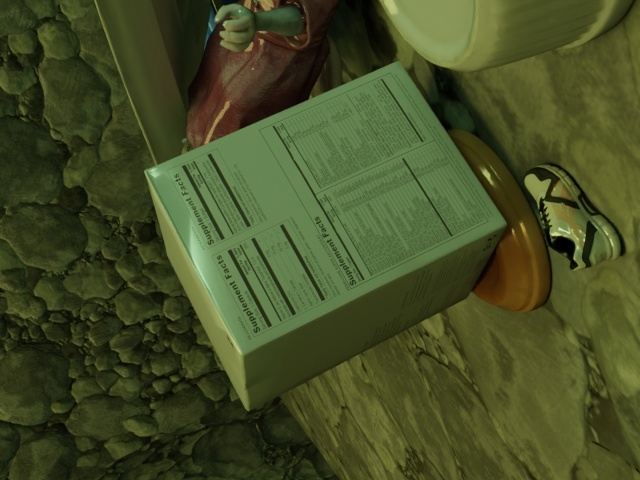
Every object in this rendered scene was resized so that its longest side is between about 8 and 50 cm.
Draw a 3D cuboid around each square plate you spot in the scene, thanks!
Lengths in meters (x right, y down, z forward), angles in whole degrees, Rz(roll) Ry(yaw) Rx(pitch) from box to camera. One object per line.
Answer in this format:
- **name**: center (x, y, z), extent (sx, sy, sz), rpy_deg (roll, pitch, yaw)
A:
- **square plate**: center (-0.183, -0.311, 1.086), extent (0.344, 0.049, 0.347), rpy_deg (80, -169, -54)

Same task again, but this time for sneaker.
- **sneaker**: center (0.194, -0.020, 0.760), extent (0.109, 0.043, 0.040), rpy_deg (57, 167, 39)

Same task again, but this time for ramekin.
- **ramekin**: center (0.102, -0.210, 0.616), extent (0.207, 0.109, 0.207), rpy_deg (60, 167, 24)

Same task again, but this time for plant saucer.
- **plant saucer**: center (0.156, -0.014, 0.941), extent (0.200, 0.037, 0.200), rpy_deg (60, 166, 24)

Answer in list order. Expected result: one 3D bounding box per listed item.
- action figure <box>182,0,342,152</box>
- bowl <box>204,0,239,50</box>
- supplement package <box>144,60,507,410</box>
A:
- **action figure**: center (-0.025, -0.230, 0.969), extent (0.370, 0.275, 0.248), rpy_deg (-58, 41, 47)
- **bowl**: center (-0.156, -0.357, 1.456), extent (0.391, 0.077, 0.391), rpy_deg (59, 166, 25)
- **supplement package**: center (0.000, 0.000, 0.907), extent (0.198, 0.262, 0.199), rpy_deg (60, 166, 19)
